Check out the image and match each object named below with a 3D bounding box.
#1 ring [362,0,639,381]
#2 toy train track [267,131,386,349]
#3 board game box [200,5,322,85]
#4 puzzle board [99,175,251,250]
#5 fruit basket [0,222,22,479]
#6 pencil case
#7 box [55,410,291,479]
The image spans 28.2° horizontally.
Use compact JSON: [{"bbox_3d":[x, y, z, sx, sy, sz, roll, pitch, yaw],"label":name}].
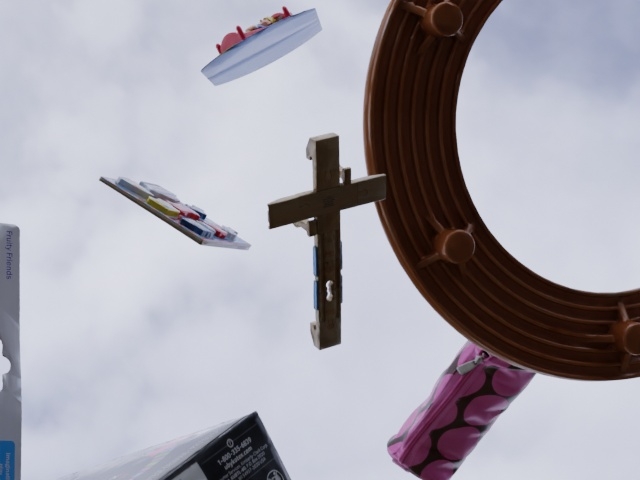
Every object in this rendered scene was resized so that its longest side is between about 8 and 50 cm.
[{"bbox_3d":[0.190,-0.074,0.816,0.337,0.032,0.336,-1,-88,-17],"label":"ring"},{"bbox_3d":[0.000,0.000,0.459,0.048,0.014,0.083,-15,-61,-26],"label":"toy train track"},{"bbox_3d":[-0.067,-0.214,1.335,0.133,0.169,0.033,-28,-94,3],"label":"board game box"},{"bbox_3d":[-0.111,-0.023,1.008,0.096,0.128,0.011,32,-85,12],"label":"puzzle board"},{"bbox_3d":[-0.469,0.111,1.316,0.353,0.165,0.327,7,-111,-32],"label":"fruit basket"},{"bbox_3d":[0.153,0.178,1.399,0.098,0.095,0.209,-21,-34,-58],"label":"pencil case"},{"bbox_3d":[-0.149,0.248,0.943,0.165,0.270,0.143,-30,-86,-50],"label":"box"}]
